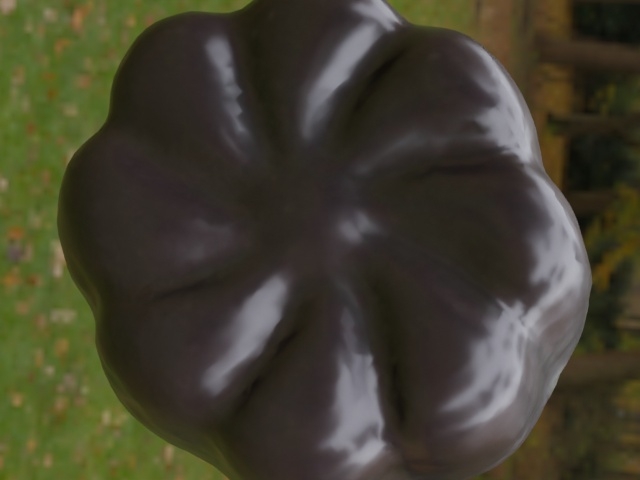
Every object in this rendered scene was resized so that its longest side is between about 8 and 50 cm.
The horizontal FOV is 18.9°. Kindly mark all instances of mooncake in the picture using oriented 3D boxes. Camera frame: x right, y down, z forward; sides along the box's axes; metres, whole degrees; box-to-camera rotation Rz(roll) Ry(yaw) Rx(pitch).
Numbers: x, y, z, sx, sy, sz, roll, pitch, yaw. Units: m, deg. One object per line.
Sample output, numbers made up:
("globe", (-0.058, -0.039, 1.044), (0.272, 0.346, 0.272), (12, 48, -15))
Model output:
("mooncake", (0.000, 0.000, 1.064), (0.154, 0.306, 0.306), (66, 28, -73))
